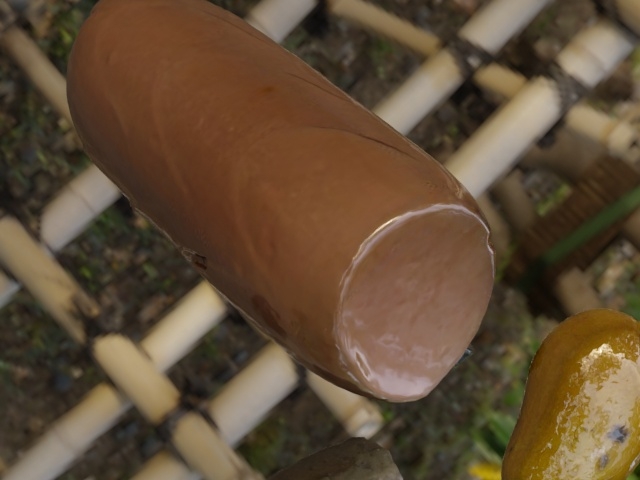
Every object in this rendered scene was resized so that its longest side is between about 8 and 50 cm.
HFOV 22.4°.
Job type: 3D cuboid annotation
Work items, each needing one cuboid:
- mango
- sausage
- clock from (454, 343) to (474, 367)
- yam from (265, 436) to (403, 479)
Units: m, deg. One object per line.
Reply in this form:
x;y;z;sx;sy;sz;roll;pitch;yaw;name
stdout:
0.215;0.142;1.301;0.115;0.090;0.178;17;90;-18;mango
-0.034;-0.038;0.838;0.121;0.304;0.121;-20;129;-27;sausage
0.000;-0.001;1.532;0.273;0.279;0.049;26;106;-46;clock
-0.016;0.170;0.912;0.127;0.084;0.084;-22;140;-31;yam
